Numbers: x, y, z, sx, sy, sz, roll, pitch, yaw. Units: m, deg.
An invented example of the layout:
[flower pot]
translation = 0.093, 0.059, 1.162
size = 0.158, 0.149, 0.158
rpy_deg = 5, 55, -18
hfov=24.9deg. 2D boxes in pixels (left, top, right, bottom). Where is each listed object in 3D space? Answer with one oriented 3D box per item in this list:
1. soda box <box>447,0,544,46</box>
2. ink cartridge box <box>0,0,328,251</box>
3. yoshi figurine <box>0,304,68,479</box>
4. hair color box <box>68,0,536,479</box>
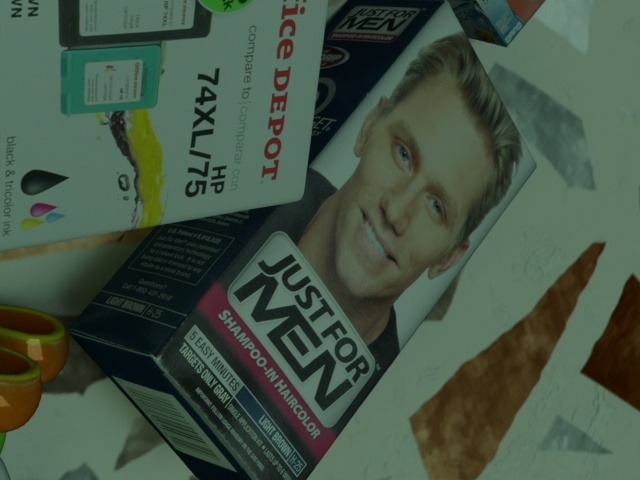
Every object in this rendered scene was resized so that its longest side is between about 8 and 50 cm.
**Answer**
[soda box]
translation = 0.169, -0.241, 1.155
size = 0.183, 0.063, 0.058
rpy_deg = -51, 127, -11
[ink cartridge box]
translation = -0.159, -0.129, 0.855
size = 0.270, 0.197, 0.198
rpy_deg = -11, 122, -33
[yoshi figurine]
translation = -0.233, 0.234, 0.945
size = 0.203, 0.203, 0.362
rpy_deg = 8, 103, -43
[hair color box]
translation = 0.000, 0.000, 1.051
size = 0.347, 0.105, 0.174
rpy_deg = -52, 128, -24
